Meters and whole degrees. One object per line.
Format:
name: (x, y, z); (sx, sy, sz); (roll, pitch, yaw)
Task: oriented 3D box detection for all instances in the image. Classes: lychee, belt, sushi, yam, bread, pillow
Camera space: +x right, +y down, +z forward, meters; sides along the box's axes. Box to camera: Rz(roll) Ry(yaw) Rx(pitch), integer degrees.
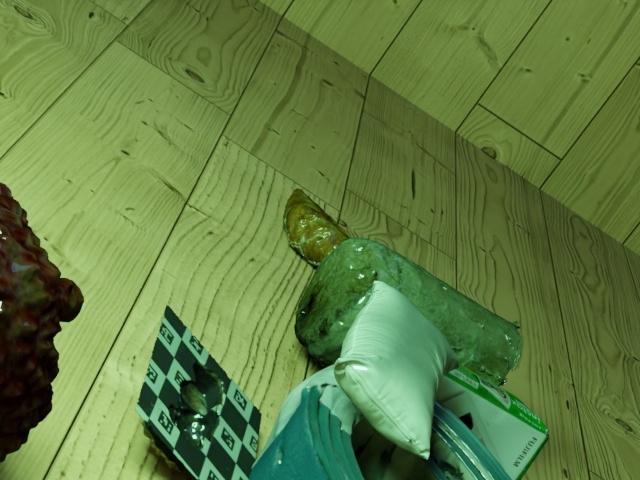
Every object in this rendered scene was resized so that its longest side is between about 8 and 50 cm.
lychee: (-0.362, 0.070, 1.336); (0.330, 0.306, 0.306); (-9, 40, -25)
belt: (0.091, 0.320, 1.664); (0.300, 0.173, 0.436); (15, 27, -38)
sushi: (-0.149, 0.205, 1.717); (0.192, 0.050, 0.215); (52, 21, -21)
yam: (0.117, 0.132, 2.119); (0.300, 0.195, 0.195); (29, 20, -20)
bread: (0.000, 0.000, 2.416); (0.105, 0.076, 0.233); (33, 8, -47)
pillow: (0.089, 0.140, 1.723); (0.144, 0.078, 0.254); (40, 22, -3)

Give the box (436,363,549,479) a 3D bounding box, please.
box: (0.145, 0.240, 1.944); (0.250, 0.180, 0.103); (30, 8, -20)
